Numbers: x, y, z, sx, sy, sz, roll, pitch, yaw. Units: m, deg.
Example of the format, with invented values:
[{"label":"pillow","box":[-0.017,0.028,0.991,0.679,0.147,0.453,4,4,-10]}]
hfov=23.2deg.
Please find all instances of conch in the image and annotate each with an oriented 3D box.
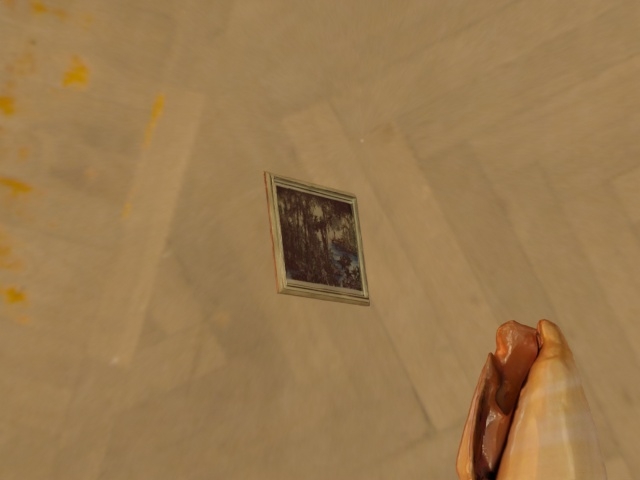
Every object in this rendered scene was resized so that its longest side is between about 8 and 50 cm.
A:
[{"label":"conch","box":[0.238,0.218,1.680,0.158,0.127,0.255,-5,57,27]}]

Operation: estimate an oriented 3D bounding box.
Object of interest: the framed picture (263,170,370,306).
[{"label":"framed picture","box":[0.000,0.000,1.797,0.011,0.183,0.142,-16,74,33]}]
